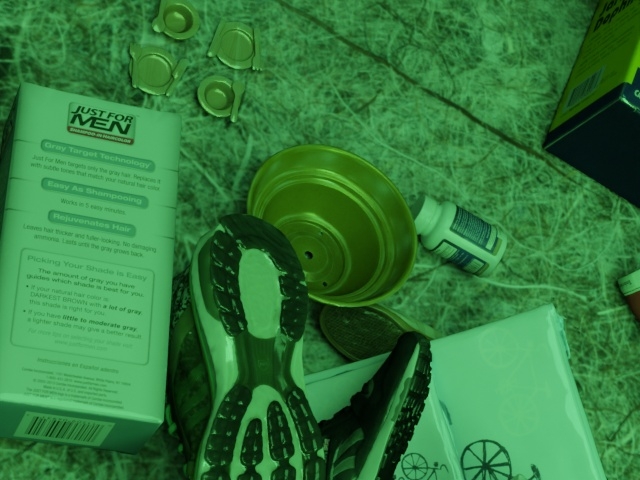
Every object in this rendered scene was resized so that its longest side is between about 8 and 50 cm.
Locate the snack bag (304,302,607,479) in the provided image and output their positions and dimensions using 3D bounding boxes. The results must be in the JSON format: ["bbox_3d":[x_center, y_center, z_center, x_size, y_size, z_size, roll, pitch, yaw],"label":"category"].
[{"bbox_3d":[0.158,0.269,1.592,0.342,0.037,0.323,-17,78,4],"label":"snack bag"}]

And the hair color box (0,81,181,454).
[{"bbox_3d":[-0.261,0.028,1.502,0.185,0.113,0.374,11,61,-19],"label":"hair color box"}]

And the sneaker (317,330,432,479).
[{"bbox_3d":[0.028,0.221,1.551,0.124,0.107,0.283,21,84,17],"label":"sneaker"}]

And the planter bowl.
[{"bbox_3d":[0.000,0.000,1.658,0.217,0.090,0.217,11,57,-18],"label":"planter bowl"}]

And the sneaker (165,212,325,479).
[{"bbox_3d":[-0.106,0.187,1.502,0.158,0.182,0.410,16,63,-33],"label":"sneaker"}]

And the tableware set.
[{"bbox_3d":[-0.151,-0.226,1.714,0.169,0.020,0.141,20,67,-16],"label":"tableware set"}]

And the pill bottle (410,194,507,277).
[{"bbox_3d":[0.169,-0.008,1.753,0.120,0.067,0.067,29,65,-12],"label":"pill bottle"}]

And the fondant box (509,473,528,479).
[{"bbox_3d":[0.230,0.441,1.508,0.238,0.096,0.330,-38,111,16],"label":"fondant box"}]

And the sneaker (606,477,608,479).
[{"bbox_3d":[0.312,0.278,1.732,0.098,0.083,0.223,4,76,-43],"label":"sneaker"}]

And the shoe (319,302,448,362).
[{"bbox_3d":[0.096,0.128,1.692,0.219,0.058,0.076,25,97,-9],"label":"shoe"}]

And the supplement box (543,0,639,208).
[{"bbox_3d":[0.479,-0.248,1.886,0.194,0.195,0.356,30,64,-12],"label":"supplement box"}]

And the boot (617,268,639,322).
[{"bbox_3d":[0.535,0.087,1.869,0.244,0.088,0.176,-22,84,-19],"label":"boot"}]
